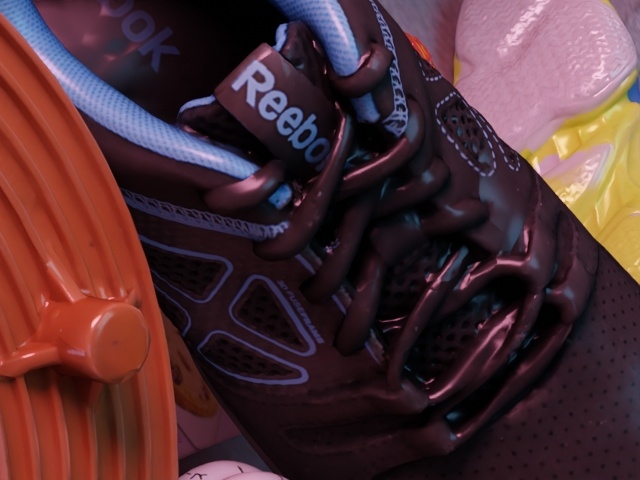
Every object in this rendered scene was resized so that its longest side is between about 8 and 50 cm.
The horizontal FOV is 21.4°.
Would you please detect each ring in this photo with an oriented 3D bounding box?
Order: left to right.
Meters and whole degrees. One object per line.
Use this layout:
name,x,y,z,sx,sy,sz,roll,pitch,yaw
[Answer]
ring,-0.156,0.077,0.346,0.337,0.032,0.336,-6,99,-44

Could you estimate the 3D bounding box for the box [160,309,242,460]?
box,-0.096,-0.077,0.597,0.063,0.067,0.324,-32,94,-53

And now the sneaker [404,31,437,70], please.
sneaker,0.042,-0.006,0.731,0.067,0.064,0.175,21,57,-66

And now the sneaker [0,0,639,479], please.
sneaker,0.000,0.000,0.492,0.341,0.139,0.125,42,85,-4

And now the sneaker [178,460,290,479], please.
sneaker,0.002,0.195,0.527,0.090,0.145,0.270,-27,125,-41

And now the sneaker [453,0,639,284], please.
sneaker,0.134,-0.026,0.835,0.126,0.091,0.240,33,43,-59
